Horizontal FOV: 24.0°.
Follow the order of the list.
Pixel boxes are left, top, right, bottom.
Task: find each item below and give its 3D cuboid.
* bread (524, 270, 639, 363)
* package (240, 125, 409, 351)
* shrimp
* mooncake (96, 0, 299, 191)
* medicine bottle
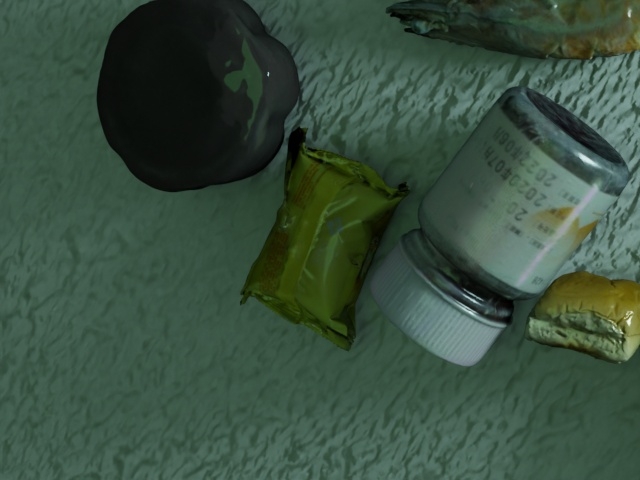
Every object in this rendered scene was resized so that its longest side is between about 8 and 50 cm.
[{"bbox_3d":[0.288,0.078,1.601,0.125,0.106,0.082,13,101,19],"label":"bread"},{"bbox_3d":[0.000,0.000,1.726,0.168,0.090,0.226,27,102,22],"label":"package"},{"bbox_3d":[0.222,-0.277,1.622,0.317,0.062,0.164,2,91,19],"label":"shrimp"},{"bbox_3d":[-0.141,-0.173,1.746,0.245,0.133,0.245,2,96,23],"label":"mooncake"},{"bbox_3d":[0.188,-0.014,1.603,0.165,0.165,0.273,40,109,15],"label":"medicine bottle"}]
